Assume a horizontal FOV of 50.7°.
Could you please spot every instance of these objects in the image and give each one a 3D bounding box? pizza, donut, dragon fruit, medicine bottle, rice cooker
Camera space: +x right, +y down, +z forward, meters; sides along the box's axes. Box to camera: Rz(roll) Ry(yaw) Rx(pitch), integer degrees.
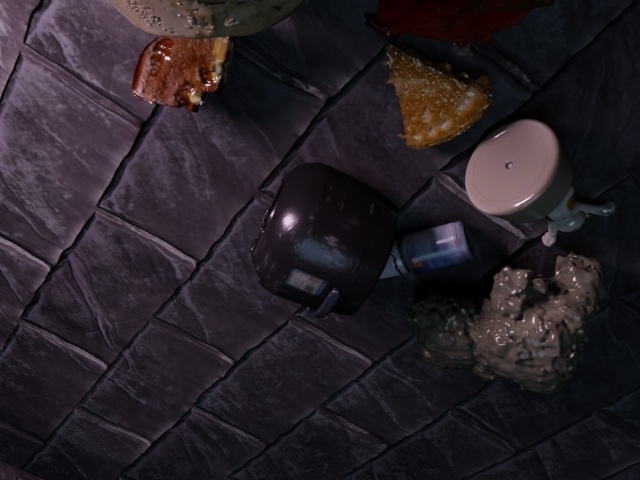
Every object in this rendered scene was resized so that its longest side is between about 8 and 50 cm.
[{"bbox_3d":[0.176,-0.256,1.121,0.188,0.062,0.199,-26,115,37],"label":"pizza"},{"bbox_3d":[-0.208,-0.302,1.098,0.144,0.126,0.186,26,126,-4],"label":"donut"},{"bbox_3d":[0.226,-0.413,0.953,0.282,0.100,0.343,7,133,-3],"label":"dragon fruit"},{"bbox_3d":[0.197,0.022,1.342,0.203,0.083,0.083,-14,127,22],"label":"medicine bottle"},{"bbox_3d":[0.000,0.000,1.247,0.224,0.267,0.267,22,131,-9],"label":"rice cooker"}]

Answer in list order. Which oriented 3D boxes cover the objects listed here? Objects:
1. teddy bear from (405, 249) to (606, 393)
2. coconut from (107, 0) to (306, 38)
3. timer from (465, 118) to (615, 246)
[{"bbox_3d":[0.365,0.174,1.400,0.367,0.224,0.357,14,135,17],"label":"teddy bear"},{"bbox_3d":[-0.148,-0.409,0.833,0.353,0.352,0.352,5,131,5],"label":"coconut"},{"bbox_3d":[0.403,-0.079,1.201,0.175,0.175,0.266,-33,137,32],"label":"timer"}]
